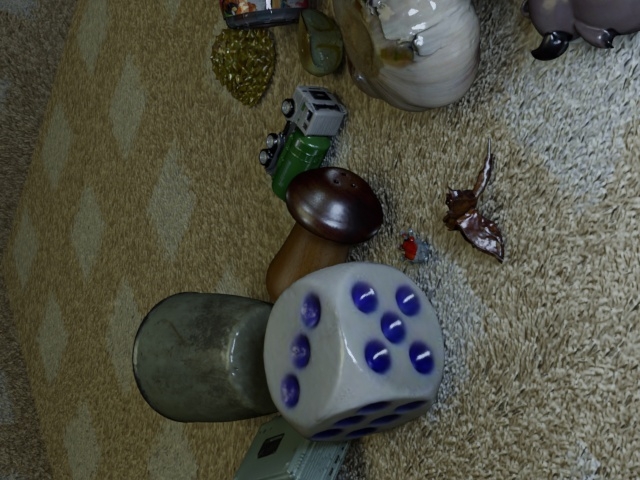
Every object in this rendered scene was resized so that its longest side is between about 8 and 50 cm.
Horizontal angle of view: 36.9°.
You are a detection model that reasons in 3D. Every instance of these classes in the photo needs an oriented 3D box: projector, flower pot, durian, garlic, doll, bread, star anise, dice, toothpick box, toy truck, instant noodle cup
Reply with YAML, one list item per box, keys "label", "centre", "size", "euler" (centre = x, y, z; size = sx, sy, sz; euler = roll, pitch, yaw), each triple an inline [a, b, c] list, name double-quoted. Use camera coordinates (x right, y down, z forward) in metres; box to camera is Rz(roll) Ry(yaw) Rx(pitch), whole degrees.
- label: "projector"
  centre: [-0.059, 0.425, 1.881]
  size: [0.257, 0.099, 0.192]
  euler: [-32, 23, 50]
- label: "flower pot"
  centre: [-0.192, 0.253, 2.035]
  size: [0.330, 0.294, 0.293]
  euler: [-5, 82, 50]
- label: "durian"
  centre: [-0.174, -0.423, 2.254]
  size: [0.182, 0.165, 0.132]
  euler: [-53, -2, 8]
- label: "garlic"
  centre: [0.145, -0.359, 1.606]
  size: [0.322, 0.241, 0.321]
  euler: [180, 90, -83]
- label: "doll"
  centre: [0.168, 0.019, 1.712]
  size: [0.057, 0.039, 0.114]
  euler: [-50, 28, 1]
- label: "bread"
  centre: [-0.007, -0.396, 1.992]
  size: [0.094, 0.083, 0.157]
  euler: [-58, 40, 39]
- label: "star anise"
  centre: [0.264, -0.065, 1.571]
  size: [0.140, 0.144, 0.158]
  euler: [58, 170, -28]
- label: "dice"
  centre: [0.057, 0.199, 1.682]
  size: [0.259, 0.243, 0.251]
  euler: [-39, 54, 45]
- label: "toothpick box"
  centre: [0.000, 0.000, 1.846]
  size: [0.192, 0.192, 0.294]
  euler: [59, 138, 42]
- label: "toy truck"
  centre: [-0.039, -0.197, 2.005]
  size: [0.125, 0.101, 0.242]
  euler: [57, 134, 37]
- label: "instant noodle cup"
  centre: [-0.126, -0.556, 2.075]
  size: [0.302, 0.259, 0.181]
  euler: [-38, -59, -76]
- label: "doll"
  centre: [0.390, -0.350, 1.341]
  size: [0.257, 0.117, 0.181]
  euler: [-7, 71, 54]
